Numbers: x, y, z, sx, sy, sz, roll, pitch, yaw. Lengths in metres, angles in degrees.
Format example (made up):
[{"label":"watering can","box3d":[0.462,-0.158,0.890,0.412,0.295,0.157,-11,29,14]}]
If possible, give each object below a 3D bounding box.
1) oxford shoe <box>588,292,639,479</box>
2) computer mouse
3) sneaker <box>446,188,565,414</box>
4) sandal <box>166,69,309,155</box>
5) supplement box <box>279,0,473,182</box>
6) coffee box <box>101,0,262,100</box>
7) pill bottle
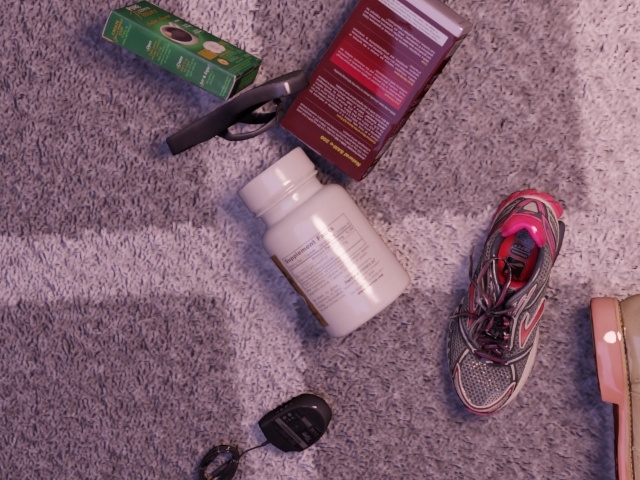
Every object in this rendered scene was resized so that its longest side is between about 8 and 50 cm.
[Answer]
[{"label":"oxford shoe","box3d":[0.436,0.255,1.792,0.146,0.140,0.397,-10,104,11]},{"label":"computer mouse","box3d":[-0.080,0.278,1.997,0.242,0.041,0.071,-32,111,26]},{"label":"sneaker","box3d":[0.224,0.084,1.815,0.120,0.112,0.299,14,109,12]},{"label":"sandal","box3d":[-0.096,-0.155,1.824,0.254,0.097,0.054,-23,95,48]},{"label":"supplement box","box3d":[0.069,-0.207,1.799,0.130,0.073,0.239,37,110,5]},{"label":"coffee box","box3d":[-0.176,-0.246,1.838,0.184,0.113,0.040,28,113,5]},{"label":"pill bottle","box3d":[0.000,0.000,1.844,0.131,0.131,0.229,-36,93,21]}]
